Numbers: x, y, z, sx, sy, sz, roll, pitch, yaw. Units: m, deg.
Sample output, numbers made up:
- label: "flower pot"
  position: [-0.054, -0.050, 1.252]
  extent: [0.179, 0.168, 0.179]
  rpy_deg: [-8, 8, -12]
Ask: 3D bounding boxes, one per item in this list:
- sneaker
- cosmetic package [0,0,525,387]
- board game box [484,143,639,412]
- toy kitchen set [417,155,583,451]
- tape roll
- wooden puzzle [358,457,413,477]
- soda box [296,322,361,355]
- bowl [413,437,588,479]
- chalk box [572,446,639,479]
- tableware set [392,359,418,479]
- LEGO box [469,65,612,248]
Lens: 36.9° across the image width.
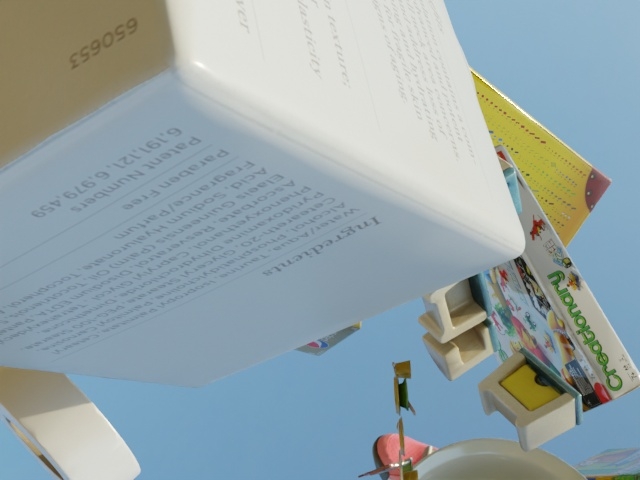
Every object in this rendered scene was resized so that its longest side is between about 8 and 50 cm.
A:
- label: "sneaker"
  position: [0.241, 0.401, 1.640]
  extent: [0.136, 0.314, 0.116]
  rpy_deg: [-58, -176, 35]
- label: "cosmetic package"
  position: [-0.115, -0.112, 0.660]
  extent: [0.327, 0.393, 0.329]
  rpy_deg: [-26, -115, 26]
- label: "board game box"
  position: [0.235, 0.062, 1.126]
  extent: [0.053, 0.193, 0.305]
  rpy_deg: [-23, -105, -19]
- label: "toy kitchen set"
  position: [0.175, 0.057, 0.885]
  extent: [0.122, 0.207, 0.166]
  rpy_deg: [-32, -139, -14]
- label: "tape roll"
  position: [-0.419, 0.301, 1.532]
  extent: [0.100, 0.286, 0.286]
  rpy_deg: [-43, -142, -23]
- label: "wooden puzzle"
  position: [0.093, 0.312, 1.316]
  extent: [0.083, 0.049, 0.006]
  rpy_deg: [-33, -112, 40]
- label: "soda box"
  position: [0.007, 0.124, 1.481]
  extent: [0.181, 0.058, 0.061]
  rpy_deg: [135, -32, -62]
- label: "bowl"
  position: [0.212, 0.404, 1.171]
  extent: [0.297, 0.134, 0.298]
  rpy_deg: [2, -127, -3]
- label: "chalk box"
  position: [0.413, 0.335, 1.197]
  extent: [0.132, 0.132, 0.213]
  rpy_deg: [-12, 172, -33]
- label: "tableware set"
  position: [0.102, 0.218, 1.127]
  extent: [0.024, 0.104, 0.154]
  rpy_deg: [-5, -102, 6]
- label: "LEGO box"
  position: [0.129, -0.181, 1.432]
  extent: [0.193, 0.500, 0.372]
  rpy_deg: [-56, -145, 7]
